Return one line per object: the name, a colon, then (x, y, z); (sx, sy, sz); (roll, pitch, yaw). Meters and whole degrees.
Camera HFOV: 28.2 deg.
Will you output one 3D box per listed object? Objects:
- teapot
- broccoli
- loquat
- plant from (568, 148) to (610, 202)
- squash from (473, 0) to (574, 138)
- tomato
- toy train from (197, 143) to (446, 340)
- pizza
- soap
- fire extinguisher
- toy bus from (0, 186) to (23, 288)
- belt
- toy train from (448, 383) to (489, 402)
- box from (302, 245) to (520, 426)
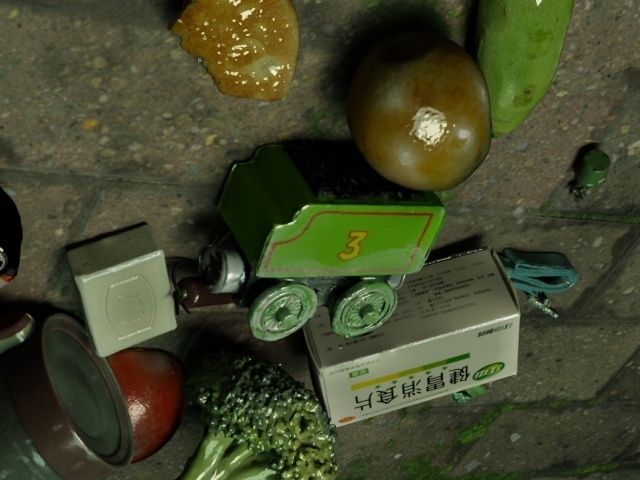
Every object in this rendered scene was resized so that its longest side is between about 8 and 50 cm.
teapot: (-0.459, 0.233, 1.701); (0.312, 0.233, 0.315); (-26, 114, 8)
broccoli: (-0.098, 0.322, 1.900); (0.249, 0.302, 0.375); (11, 150, 9)
loquat: (0.125, -0.156, 1.597); (0.179, 0.179, 0.227); (-24, 135, -3)
plant: (0.409, -0.096, 1.945); (0.051, 0.051, 0.102); (-15, 155, -15)
squash: (0.251, -0.245, 1.614); (0.118, 0.118, 0.370); (-16, 144, -14)
tomato: (-0.292, 0.260, 1.899); (0.228, 0.112, 0.199); (-13, 140, -22)
toy train: (0.000, 0.000, 1.716); (0.307, 0.173, 0.249); (0, 130, -31)
pizza: (-0.092, -0.246, 1.454); (0.134, 0.056, 0.271); (-34, 144, 6)
soap: (-0.267, 0.068, 1.719); (0.121, 0.064, 0.183); (-20, 144, -14)
fire extinguisher: (-0.160, 0.063, 1.769); (0.045, 0.078, 0.157); (-34, 163, 32)
toy bus: (-0.470, -0.033, 1.420); (0.147, 0.127, 0.302); (-35, 143, 16)
belt: (0.338, 0.064, 2.087); (0.179, 0.065, 0.100); (11, 121, -37)
toy train: (0.249, 0.247, 2.266); (0.071, 0.038, 0.148); (-33, 144, 9)
box: (0.143, 0.147, 1.970); (0.333, 0.145, 0.173); (-15, 143, -6)
